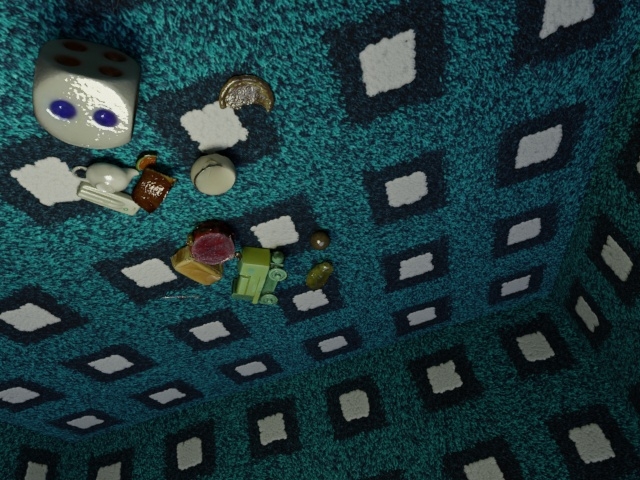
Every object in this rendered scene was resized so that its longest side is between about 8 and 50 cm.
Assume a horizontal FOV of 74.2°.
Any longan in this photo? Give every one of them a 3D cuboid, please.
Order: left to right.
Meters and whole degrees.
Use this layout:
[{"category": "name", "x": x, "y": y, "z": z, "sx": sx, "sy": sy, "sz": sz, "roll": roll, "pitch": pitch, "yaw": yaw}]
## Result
[{"category": "longan", "x": 0.000, "y": 0.000, "z": 2.114, "sx": 0.106, "sy": 0.106, "sz": 0.119, "roll": -22, "pitch": -178, "yaw": 8}]

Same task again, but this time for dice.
[{"category": "dice", "x": -0.680, "y": -0.434, "z": 1.256, "sx": 0.252, "sy": 0.259, "sz": 0.243, "roll": 7, "pitch": 133, "yaw": -23}]

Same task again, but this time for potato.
[{"category": "potato", "x": -0.005, "y": 0.192, "z": 2.335, "sx": 0.118, "sy": 0.090, "sz": 0.225, "roll": 9, "pitch": 136, "yaw": -27}]

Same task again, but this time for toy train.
[{"category": "toy train", "x": -0.316, "y": 0.190, "z": 2.190, "sx": 0.254, "sy": 0.160, "sz": 0.396, "roll": 8, "pitch": 135, "yaw": -16}]

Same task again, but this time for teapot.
[{"category": "teapot", "x": -0.803, "y": -0.233, "z": 1.576, "sx": 0.227, "sy": 0.092, "sz": 0.145, "roll": 8, "pitch": 151, "yaw": -16}]

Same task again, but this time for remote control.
[{"category": "remote control", "x": -0.838, "y": -0.164, "z": 1.681, "sx": 0.230, "sy": 0.049, "sz": 0.090, "roll": 22, "pitch": 131, "yaw": -38}]

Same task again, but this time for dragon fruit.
[{"category": "dragon fruit", "x": -0.492, "y": 0.006, "z": 1.937, "sx": 0.282, "sy": 0.147, "sz": 0.211, "roll": 23, "pitch": 118, "yaw": -41}]

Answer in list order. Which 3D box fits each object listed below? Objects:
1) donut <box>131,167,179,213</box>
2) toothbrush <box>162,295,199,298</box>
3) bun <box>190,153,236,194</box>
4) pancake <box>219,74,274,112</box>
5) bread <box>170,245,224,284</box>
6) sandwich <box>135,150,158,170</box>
[{"category": "donut", "x": -0.650, "y": -0.194, "z": 1.637, "sx": 0.126, "sy": 0.144, "sz": 0.187, "roll": 31, "pitch": 160, "yaw": -22}, {"category": "toothbrush", "x": -0.754, "y": 0.307, "z": 2.287, "sx": 0.194, "sy": 0.019, "sz": 0.013, "roll": 2, "pitch": 138, "yaw": -18}, {"category": "bun", "x": -0.417, "y": -0.266, "z": 1.642, "sx": 0.173, "sy": 0.119, "sz": 0.172, "roll": -15, "pitch": 145, "yaw": -11}, {"category": "pancake", "x": -0.263, "y": -0.500, "z": 1.495, "sx": 0.191, "sy": 0.020, "sz": 0.184, "roll": -24, "pitch": 141, "yaw": 11}, {"category": "bread", "x": -0.590, "y": 0.118, "z": 2.048, "sx": 0.136, "sy": 0.106, "sz": 0.241, "roll": -29, "pitch": 138, "yaw": 20}, {"category": "sandwich", "x": -0.660, "y": -0.299, "z": 1.600, "sx": 0.070, "sy": 0.026, "sz": 0.101, "roll": 6, "pitch": 139, "yaw": -30}]
